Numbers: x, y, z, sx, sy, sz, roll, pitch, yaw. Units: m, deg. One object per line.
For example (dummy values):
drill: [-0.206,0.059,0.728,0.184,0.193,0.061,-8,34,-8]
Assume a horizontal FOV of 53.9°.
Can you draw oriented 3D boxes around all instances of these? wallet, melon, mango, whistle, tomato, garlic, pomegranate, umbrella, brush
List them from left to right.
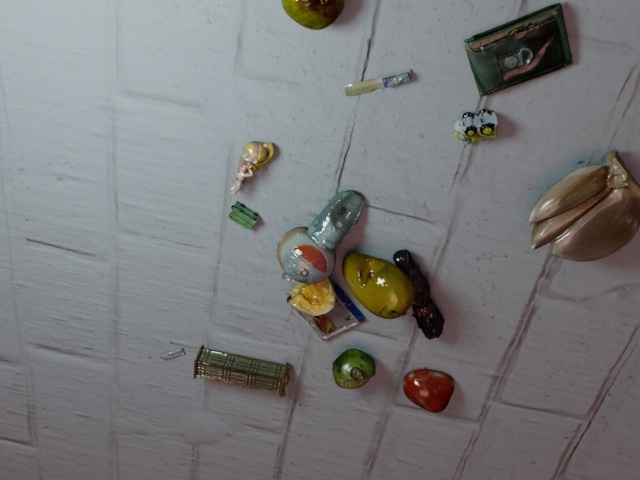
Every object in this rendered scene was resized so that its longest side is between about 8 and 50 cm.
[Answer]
melon: [-0.015,0.167,1.961,0.160,0.079,0.128,-34,100,19]
whistle: [0.000,0.000,1.827,0.189,0.189,0.348,36,108,-13]
pomegranate: [0.110,0.415,2.072,0.143,0.122,0.169,0,156,3]
mango: [0.161,0.125,1.846,0.262,0.130,0.167,28,135,42]
brush: [0.149,-0.405,1.634,0.179,0.030,0.033,-11,128,14]
umbrella: [0.299,0.167,1.918,0.090,0.094,0.326,-21,117,11]
tomato: [0.361,0.519,2.125,0.174,0.082,0.166,13,123,-2]
wallet: [0.485,-0.459,1.539,0.236,0.055,0.160,-17,123,17]
garlic: [0.716,-0.072,1.688,0.279,0.132,0.325,38,116,-14]

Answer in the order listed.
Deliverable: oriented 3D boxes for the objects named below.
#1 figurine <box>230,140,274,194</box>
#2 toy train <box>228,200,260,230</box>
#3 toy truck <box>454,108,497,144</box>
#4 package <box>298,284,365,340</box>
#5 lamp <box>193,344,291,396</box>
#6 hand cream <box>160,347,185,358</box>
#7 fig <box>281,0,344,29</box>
figurine: [-0.200,-0.207,1.783,0.083,0.083,0.187,29,114,-9]
toy train: [-0.230,-0.073,1.885,0.093,0.038,0.056,33,126,-12]
toy truck: [0.406,-0.288,1.645,0.111,0.076,0.077,-9,139,14]
package: [0.029,0.234,2.035,0.173,0.027,0.171,-29,112,24]
lamp: [-0.270,0.451,2.175,0.325,0.090,0.089,12,123,3]
hand cream: [-0.524,0.400,2.227,0.093,0.019,0.030,-16,115,9]
fig: [-0.018,-0.574,1.502,0.153,0.120,0.136,12,117,2]
